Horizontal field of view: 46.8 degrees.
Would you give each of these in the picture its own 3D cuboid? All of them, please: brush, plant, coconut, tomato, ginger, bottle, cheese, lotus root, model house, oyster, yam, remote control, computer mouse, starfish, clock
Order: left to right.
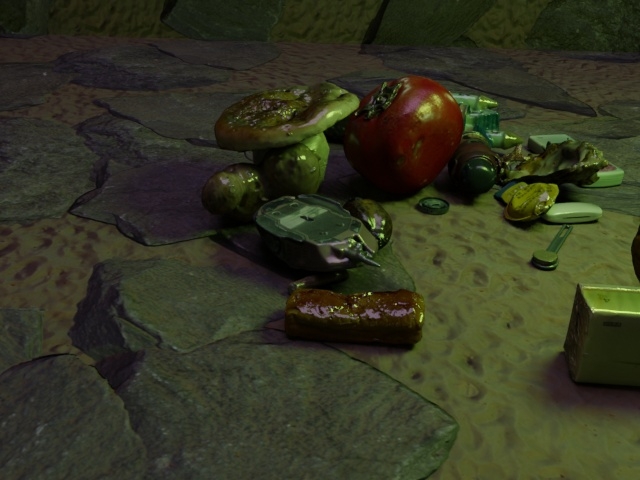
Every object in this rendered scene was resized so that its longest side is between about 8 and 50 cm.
[{"bbox_3d":[-0.151,-0.130,1.822,0.303,0.155,0.244,-22,-8,-16],"label":"ginger"},{"bbox_3d":[-0.082,-0.242,2.022,0.241,0.241,0.241,2,27,-1],"label":"coconut"},{"bbox_3d":[-0.003,0.086,1.591,0.145,0.032,0.032,-14,31,-31],"label":"yam"},{"bbox_3d":[-0.001,0.005,1.652,0.199,0.115,0.389,-30,41,-33],"label":"computer mouse"},{"bbox_3d":[0.101,-0.387,2.406,0.194,0.129,0.132,4,27,10],"label":"plant"},{"bbox_3d":[0.108,-0.034,1.746,0.120,0.120,0.209,-5,30,-14],"label":"lotus root"},{"bbox_3d":[0.224,-0.289,2.035,0.325,0.290,0.293,-51,37,-10],"label":"tomato"},{"bbox_3d":[0.303,-0.093,1.976,0.085,0.017,0.085,2,27,-1],"label":"clock"},{"bbox_3d":[0.474,-0.363,2.310,0.324,0.194,0.267,8,27,15],"label":"model house"},{"bbox_3d":[0.438,-0.208,2.080,0.156,0.143,0.271,-20,22,11],"label":"bottle"},{"bbox_3d":[0.548,-0.228,2.174,0.150,0.053,0.209,-47,14,-17],"label":"starfish"},{"bbox_3d":[0.543,-0.112,1.959,0.156,0.064,0.250,-34,22,1],"label":"cheese"},{"bbox_3d":[0.574,0.005,1.799,0.062,0.027,0.266,16,30,25],"label":"brush"},{"bbox_3d":[0.678,-0.213,2.084,0.221,0.096,0.361,-47,22,-28],"label":"oyster"},{"bbox_3d":[0.784,-0.251,2.287,0.145,0.050,0.344,-4,29,-13],"label":"remote control"}]

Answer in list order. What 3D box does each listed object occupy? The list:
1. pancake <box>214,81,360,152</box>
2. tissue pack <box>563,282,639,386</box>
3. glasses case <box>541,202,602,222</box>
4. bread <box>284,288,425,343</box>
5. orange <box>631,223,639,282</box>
[{"bbox_3d":[-0.086,-0.325,1.870,0.386,0.082,0.387,-8,29,5],"label":"pancake"},{"bbox_3d":[0.572,0.173,1.329,0.234,0.159,0.125,5,27,4],"label":"tissue pack"},{"bbox_3d":[0.658,-0.073,1.941,0.164,0.041,0.063,-3,28,-10],"label":"glasses case"},{"bbox_3d":[0.068,0.139,1.446,0.270,0.077,0.139,3,24,6],"label":"bread"},{"bbox_3d":[0.794,0.024,1.448,0.356,0.322,0.322,14,25,-15],"label":"orange"}]
